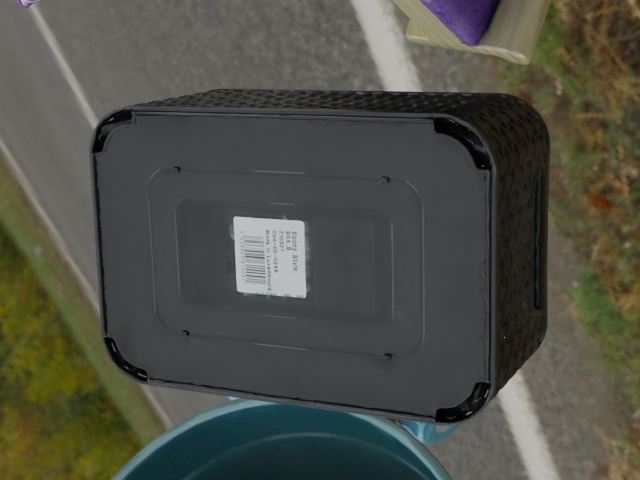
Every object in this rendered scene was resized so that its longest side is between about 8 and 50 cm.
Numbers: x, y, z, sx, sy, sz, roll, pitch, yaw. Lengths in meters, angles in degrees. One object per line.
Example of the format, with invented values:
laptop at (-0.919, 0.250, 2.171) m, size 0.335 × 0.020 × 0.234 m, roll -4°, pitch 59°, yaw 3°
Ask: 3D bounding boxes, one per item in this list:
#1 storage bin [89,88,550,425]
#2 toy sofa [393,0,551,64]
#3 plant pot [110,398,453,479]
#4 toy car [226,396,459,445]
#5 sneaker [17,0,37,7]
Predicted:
storage bin at (0.000, 0.000, 0.516) m, size 0.180 × 0.084 × 0.122 m, roll 4°, pitch 104°, yaw 24°
toy sofa at (0.084, -0.265, 0.848) m, size 0.177 × 0.150 × 0.362 m, roll 15°, pitch 171°, yaw 34°
plant pot at (0.007, 0.269, 0.769) m, size 0.271 × 0.271 × 0.255 m, roll 43°, pitch 174°, yaw 35°
toy car at (-0.004, 0.119, 1.200) m, size 0.219 × 0.210 × 0.238 m, roll 41°, pitch 170°, yaw 36°
sneaker at (-0.241, -0.301, 1.236) m, size 0.282 × 0.161 × 0.102 m, roll 17°, pitch -156°, yaw -51°
